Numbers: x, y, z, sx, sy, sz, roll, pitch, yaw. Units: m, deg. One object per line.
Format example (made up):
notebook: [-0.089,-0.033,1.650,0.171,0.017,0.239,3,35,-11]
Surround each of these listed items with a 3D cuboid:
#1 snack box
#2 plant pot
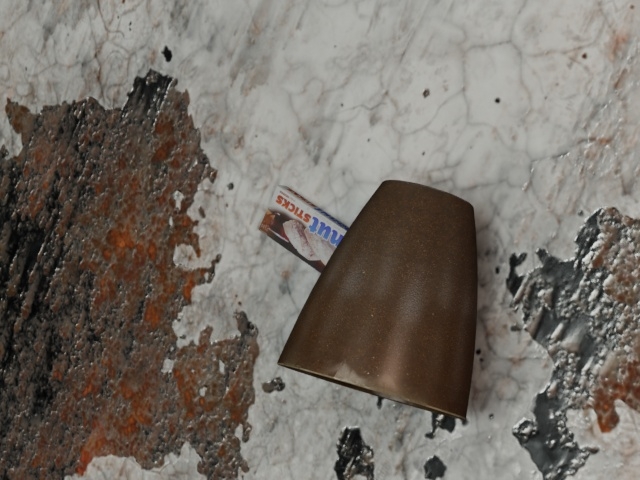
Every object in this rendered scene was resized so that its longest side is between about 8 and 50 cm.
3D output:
snack box: [0.000,0.000,1.724,0.178,0.022,0.064,34,107,34]
plant pot: [0.088,0.058,1.557,0.215,0.215,0.230,12,82,38]
